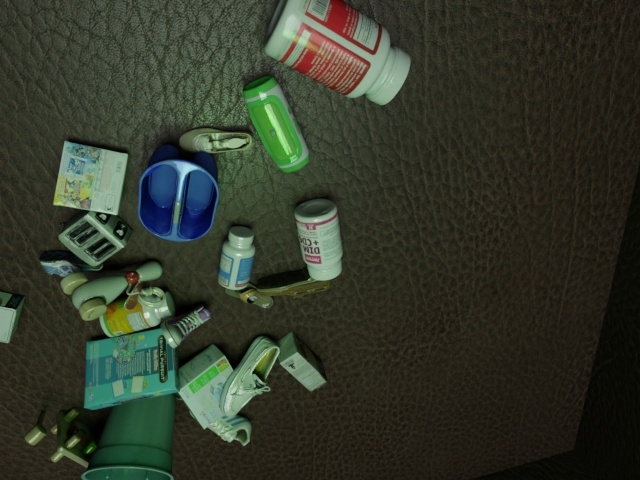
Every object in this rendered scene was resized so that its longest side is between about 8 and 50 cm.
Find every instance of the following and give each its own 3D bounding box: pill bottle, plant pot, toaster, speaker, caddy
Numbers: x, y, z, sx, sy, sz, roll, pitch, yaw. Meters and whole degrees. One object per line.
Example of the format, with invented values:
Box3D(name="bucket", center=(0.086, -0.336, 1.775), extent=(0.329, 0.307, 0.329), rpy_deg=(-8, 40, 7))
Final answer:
Box3D(name="pill bottle", center=(0.055, -0.573, 1.325), extent=(0.407, 0.229, 0.229), rpy_deg=(21, 113, -22))
Box3D(name="pill bottle", center=(-0.312, 0.064, 1.673), extent=(0.124, 0.124, 0.221), rpy_deg=(8, 118, -17))
Box3D(name="pill bottle", center=(-0.695, 0.274, 1.702), extent=(0.245, 0.136, 0.136), rpy_deg=(-15, 121, -4))
Box3D(name="pill bottle", center=(0.000, 0.000, 1.682), extent=(0.160, 0.160, 0.283), rpy_deg=(-13, 121, -5))
Box3D(name="plant pot", center=(-0.756, 0.810, 1.848), extent=(0.341, 0.334, 0.341), rpy_deg=(-1, 139, -1))
Box3D(name="toaster", center=(-0.778, -0.023, 1.529), extent=(0.185, 0.110, 0.168), rpy_deg=(-33, 120, 7))
Box3D(name="speaker", center=(-0.141, -0.376, 1.457), extent=(0.131, 0.131, 0.296), rpy_deg=(-25, 122, 2))
Box3D(name="caddy", center=(-0.461, -0.143, 1.453), extent=(0.241, 0.179, 0.341), rpy_deg=(8, 133, -17))

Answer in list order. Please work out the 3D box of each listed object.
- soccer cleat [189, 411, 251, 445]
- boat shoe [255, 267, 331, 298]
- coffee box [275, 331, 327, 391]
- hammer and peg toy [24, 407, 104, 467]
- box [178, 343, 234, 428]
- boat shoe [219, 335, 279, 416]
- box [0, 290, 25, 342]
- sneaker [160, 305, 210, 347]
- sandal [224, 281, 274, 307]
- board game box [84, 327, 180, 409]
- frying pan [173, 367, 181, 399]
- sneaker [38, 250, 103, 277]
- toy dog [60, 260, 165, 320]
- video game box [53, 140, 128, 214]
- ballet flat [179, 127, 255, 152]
Box3D(name="soccer cleat", center=(-0.461, 0.860, 2.088), extent=(0.331, 0.143, 0.116), rpy_deg=(32, 108, -26))
Box3D(name="boat shoe", center=(-0.103, 0.189, 1.798), extent=(0.307, 0.111, 0.104), rpy_deg=(-11, 120, -6))
Box3D(name="coffee box", center=(-0.084, 0.545, 1.991), extent=(0.098, 0.141, 0.246), rpy_deg=(-34, 122, 7))
Box3D(name="hammer and peg toy", center=(-1.055, 0.833, 1.892), extent=(0.127, 0.266, 0.361), rpy_deg=(-43, 121, -12))
Box3D(name="box", center=(-0.484, 0.623, 1.910), extent=(0.231, 0.127, 0.262), rpy_deg=(-35, 126, -26))
Box3D(name="boat shoe", center=(-0.280, 0.596, 1.881), extent=(0.136, 0.156, 0.367), rpy_deg=(43, 73, -42))
Box3D(name="box", center=(-1.251, 0.252, 1.597), extent=(0.290, 0.087, 0.169), rpy_deg=(18, 114, -21))
Box3D(name="sneaker", center=(-0.507, 0.311, 1.701), extent=(0.161, 0.282, 0.102), rpy_deg=(-30, 96, -5))
Box3D(name="sandal", center=(-0.285, 0.229, 1.811), extent=(0.219, 0.060, 0.090), rpy_deg=(33, 108, -26))
Box3D(name="board game box", center=(-0.740, 0.500, 1.756), extent=(0.336, 0.254, 0.079), rpy_deg=(-10, 153, -7))
Box3D(name="frying pan", center=(-0.661, 0.656, 1.981), extent=(0.326, 0.053, 0.197), rpy_deg=(-19, 122, 1))
Box3D(name="sneaker", center=(-0.885, 0.086, 1.593), extent=(0.211, 0.080, 0.081), rpy_deg=(5, 127, -1))
Box3D(name="toy dog", center=(-0.739, 0.185, 1.587), extent=(0.333, 0.220, 0.161), rpy_deg=(1, 145, -35))
Box3D(name="video game box", center=(-0.733, -0.197, 1.427), extent=(0.187, 0.048, 0.205), rpy_deg=(11, 89, -20))
Box3D(name="ballet flat", center=(-0.341, -0.325, 1.467), extent=(0.248, 0.086, 0.086), rpy_deg=(-6, 121, -8))
